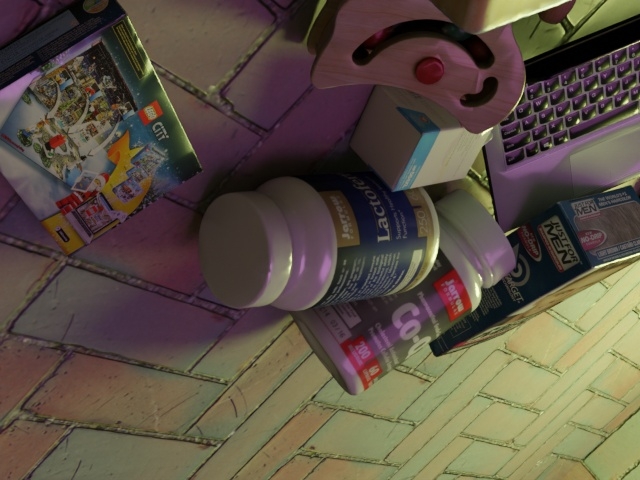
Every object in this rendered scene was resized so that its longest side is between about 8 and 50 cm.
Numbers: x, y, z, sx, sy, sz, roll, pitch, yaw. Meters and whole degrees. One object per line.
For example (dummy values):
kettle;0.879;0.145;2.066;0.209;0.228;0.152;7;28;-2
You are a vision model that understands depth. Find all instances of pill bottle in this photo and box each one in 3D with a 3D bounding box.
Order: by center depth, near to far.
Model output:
pill bottle;0.000;0.000;1.187;0.264;0.153;0.153;-8;137;-44
pill bottle;0.111;0.064;1.387;0.283;0.161;0.161;-35;150;-9

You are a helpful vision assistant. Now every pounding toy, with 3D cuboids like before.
pounding toy;0.120;-0.212;1.053;0.269;0.155;0.154;-1;129;-4

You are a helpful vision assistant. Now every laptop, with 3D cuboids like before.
laptop;0.405;-0.158;1.239;0.382;0.236;0.408;-22;133;-3

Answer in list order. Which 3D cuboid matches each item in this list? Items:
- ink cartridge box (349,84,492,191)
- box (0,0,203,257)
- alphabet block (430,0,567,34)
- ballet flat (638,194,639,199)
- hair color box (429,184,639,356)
ink cartridge box;0.126;-0.126;1.221;0.143;0.092;0.090;-11;139;-39
box;-0.212;-0.097;0.930;0.159;0.044;0.233;-34;149;-10
alphabet block;0.160;-0.329;0.893;0.192;0.193;0.197;-25;147;-27
ballet flat;0.665;-0.123;1.833;0.096;0.095;0.280;24;113;-44
hair color box;0.308;0.051;1.530;0.174;0.105;0.347;-13;162;-39
